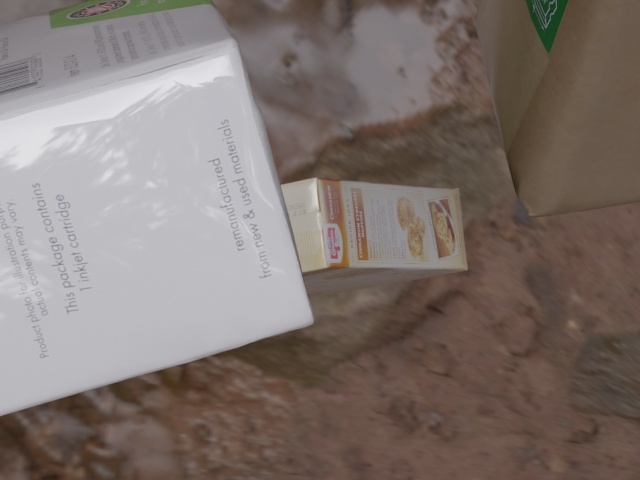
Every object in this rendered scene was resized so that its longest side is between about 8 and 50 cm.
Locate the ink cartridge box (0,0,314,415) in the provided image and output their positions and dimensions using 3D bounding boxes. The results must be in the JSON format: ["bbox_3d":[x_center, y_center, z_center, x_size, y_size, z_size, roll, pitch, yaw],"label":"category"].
[{"bbox_3d":[-0.197,0.004,0.796,0.353,0.207,0.119,-16,107,-4],"label":"ink cartridge box"}]

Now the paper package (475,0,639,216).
[{"bbox_3d":[0.263,-0.176,1.130,0.309,0.325,0.168,-11,63,-11],"label":"paper package"}]

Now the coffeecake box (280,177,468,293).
[{"bbox_3d":[0.000,0.000,1.476,0.142,0.185,0.068,-11,83,36],"label":"coffeecake box"}]
